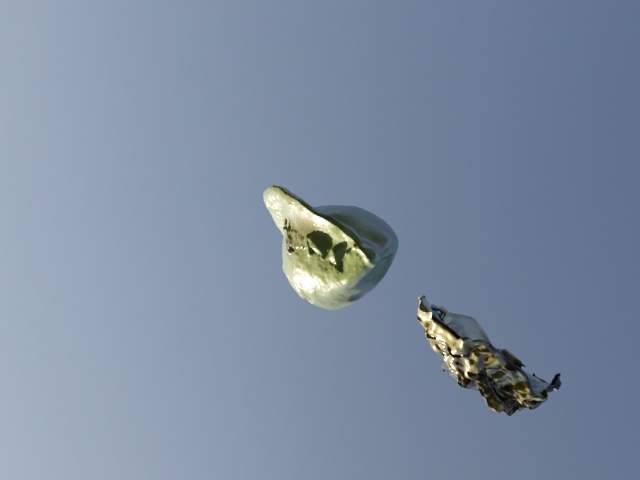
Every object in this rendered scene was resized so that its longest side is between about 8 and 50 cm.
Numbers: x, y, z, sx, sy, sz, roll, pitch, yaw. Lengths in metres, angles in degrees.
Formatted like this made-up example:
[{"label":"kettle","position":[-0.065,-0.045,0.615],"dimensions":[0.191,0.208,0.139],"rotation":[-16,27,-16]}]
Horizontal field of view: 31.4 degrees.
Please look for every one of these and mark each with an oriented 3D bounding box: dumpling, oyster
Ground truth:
[{"label":"dumpling","position":[0.002,0.012,1.219],"dimensions":[0.217,0.149,0.104],"rotation":[148,-43,-73]},{"label":"oyster","position":[0.186,0.140,1.394],"dimensions":[0.083,0.223,0.214],"rotation":[-56,-151,-2]}]
